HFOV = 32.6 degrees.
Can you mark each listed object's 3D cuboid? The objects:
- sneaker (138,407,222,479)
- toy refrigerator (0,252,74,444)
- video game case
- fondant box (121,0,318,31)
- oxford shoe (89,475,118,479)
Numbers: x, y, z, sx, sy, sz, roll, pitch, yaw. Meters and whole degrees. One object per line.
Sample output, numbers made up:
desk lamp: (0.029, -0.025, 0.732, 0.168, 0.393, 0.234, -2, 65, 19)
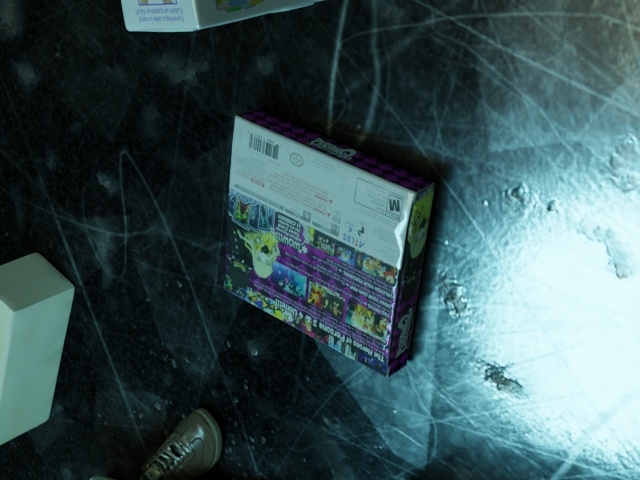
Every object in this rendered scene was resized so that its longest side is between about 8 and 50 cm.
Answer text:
sneaker: (-0.184, 0.285, 1.381, 0.066, 0.071, 0.188, 47, 133, 17)
toy refrigerator: (-0.429, 0.153, 1.524, 0.094, 0.102, 0.269, 39, 130, 23)
video game case: (0.000, 0.000, 1.112, 0.232, 0.042, 0.210, 25, 123, 32)
fondant box: (-0.069, -0.352, 0.883, 0.096, 0.238, 0.330, 7, 112, 40)
oxford shoe: (-0.225, 0.358, 1.327, 0.397, 0.140, 0.146, -17, 118, 20)
